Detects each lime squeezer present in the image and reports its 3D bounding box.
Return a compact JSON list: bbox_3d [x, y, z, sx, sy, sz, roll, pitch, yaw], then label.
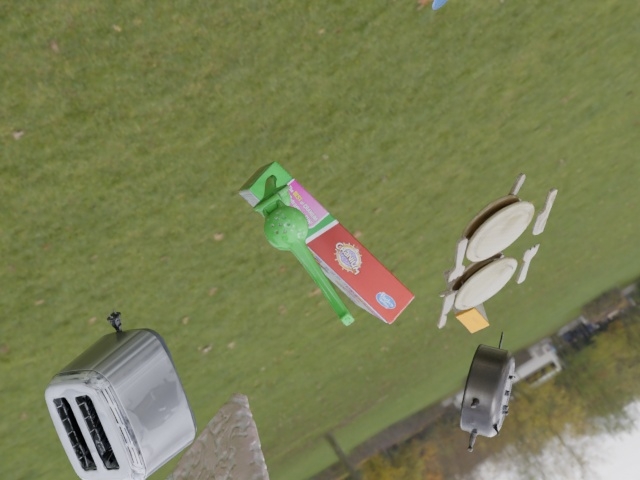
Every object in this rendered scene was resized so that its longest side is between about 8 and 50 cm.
[{"bbox_3d":[-0.039,-0.028,1.032,0.110,0.310,0.059,28,112,-40],"label":"lime squeezer"}]

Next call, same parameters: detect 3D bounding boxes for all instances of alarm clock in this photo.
[{"bbox_3d":[0.255,0.209,1.170,0.192,0.064,0.129,-63,155,-44],"label":"alarm clock"}]

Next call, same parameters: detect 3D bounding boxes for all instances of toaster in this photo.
[{"bbox_3d":[-0.272,0.222,1.069,0.129,0.227,0.146,-10,-165,26],"label":"toaster"}]

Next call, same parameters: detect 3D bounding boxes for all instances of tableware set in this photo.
[{"bbox_3d":[0.180,0.010,0.857,0.128,0.039,0.194,-27,150,-15],"label":"tableware set"}]

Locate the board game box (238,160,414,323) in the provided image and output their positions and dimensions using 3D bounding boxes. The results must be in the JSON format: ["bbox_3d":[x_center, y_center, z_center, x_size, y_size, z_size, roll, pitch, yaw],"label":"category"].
[{"bbox_3d":[0.000,0.000,1.356,0.064,0.316,0.242,-47,-170,-5],"label":"board game box"}]

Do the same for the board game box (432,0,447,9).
[{"bbox_3d":[0.205,-0.411,1.127,0.168,0.033,0.133,-52,174,36],"label":"board game box"}]

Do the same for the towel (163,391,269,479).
[{"bbox_3d":[-0.202,0.484,1.398,0.053,0.332,0.317,30,108,-31],"label":"towel"}]

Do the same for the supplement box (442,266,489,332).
[{"bbox_3d":[0.243,0.097,1.321,0.036,0.098,0.062,-29,133,20],"label":"supplement box"}]
